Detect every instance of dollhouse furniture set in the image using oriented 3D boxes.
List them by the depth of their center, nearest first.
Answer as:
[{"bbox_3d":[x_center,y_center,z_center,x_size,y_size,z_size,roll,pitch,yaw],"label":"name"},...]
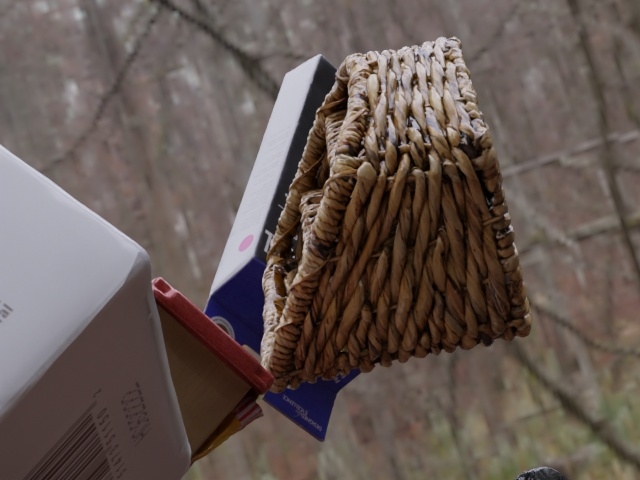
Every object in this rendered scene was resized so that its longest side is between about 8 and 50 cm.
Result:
[{"bbox_3d":[-0.050,0.224,1.139,0.201,0.374,0.152,-47,1,-13],"label":"dollhouse furniture set"}]

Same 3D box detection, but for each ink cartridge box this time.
[{"bbox_3d":[0.000,0.000,1.644,0.176,0.371,0.069,39,-42,-25],"label":"ink cartridge box"}]

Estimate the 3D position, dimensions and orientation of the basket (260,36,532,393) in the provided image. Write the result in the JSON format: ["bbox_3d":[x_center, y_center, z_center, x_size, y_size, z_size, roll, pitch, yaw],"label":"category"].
[{"bbox_3d":[0.033,-0.040,1.349,0.223,0.213,0.299,-13,20,5],"label":"basket"}]

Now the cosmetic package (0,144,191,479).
[{"bbox_3d":[-0.287,-0.010,0.787,0.161,0.453,0.230,-48,-19,-22],"label":"cosmetic package"}]

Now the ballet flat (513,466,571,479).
[{"bbox_3d":[0.218,0.248,1.305,0.057,0.173,0.049,-38,-7,-33],"label":"ballet flat"}]
